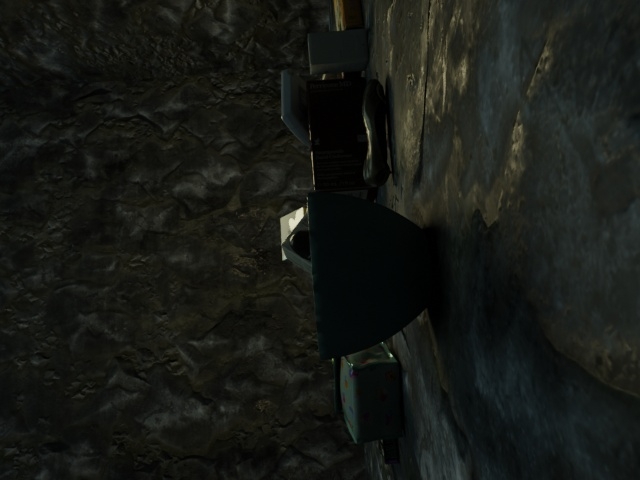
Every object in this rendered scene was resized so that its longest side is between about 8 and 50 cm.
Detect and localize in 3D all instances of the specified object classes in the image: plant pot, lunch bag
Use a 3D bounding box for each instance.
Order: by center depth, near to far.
[{"bbox_3d":[0.085,0.055,0.911,0.290,0.196,0.289,-4,-90,-90],"label":"plant pot"},{"bbox_3d":[0.119,0.395,1.450,0.262,0.160,0.223,-143,49,-75],"label":"lunch bag"}]

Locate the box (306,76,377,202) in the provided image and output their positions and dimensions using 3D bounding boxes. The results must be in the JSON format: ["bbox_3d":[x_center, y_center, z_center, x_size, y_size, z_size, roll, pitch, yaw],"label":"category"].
[{"bbox_3d":[0.062,-0.304,1.620,0.143,0.191,0.381,89,176,-70],"label":"box"}]

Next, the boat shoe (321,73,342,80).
[{"bbox_3d":[0.066,-0.629,2.069,0.355,0.133,0.130,89,176,-72],"label":"boat shoe"}]

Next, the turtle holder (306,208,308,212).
[{"bbox_3d":[0.079,-0.098,2.264,0.320,0.244,0.227,29,-116,-42],"label":"turtle holder"}]

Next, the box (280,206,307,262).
[{"bbox_3d":[0.000,0.000,2.462,0.168,0.346,0.214,-23,64,43],"label":"box"}]

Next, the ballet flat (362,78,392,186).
[{"bbox_3d":[0.136,-0.249,1.215,0.084,0.058,0.249,-1,-88,-55],"label":"ballet flat"}]

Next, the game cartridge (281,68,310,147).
[{"bbox_3d":[-0.043,-0.424,1.785,0.294,0.060,0.195,29,-130,-57],"label":"game cartridge"}]

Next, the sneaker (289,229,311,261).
[{"bbox_3d":[0.036,0.063,1.733,0.106,0.282,0.162,-61,21,12],"label":"sneaker"}]

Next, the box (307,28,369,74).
[{"bbox_3d":[0.050,-0.555,1.549,0.130,0.171,0.090,-104,9,-85],"label":"box"}]

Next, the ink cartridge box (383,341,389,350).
[{"bbox_3d":[0.178,0.396,1.600,0.109,0.063,0.150,-91,-4,-88],"label":"ink cartridge box"}]

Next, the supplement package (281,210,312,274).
[{"bbox_3d":[0.014,-0.006,1.989,0.261,0.204,0.145,-53,-16,-16],"label":"supplement package"}]

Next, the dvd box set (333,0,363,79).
[{"bbox_3d":[0.088,-0.772,1.761,0.307,0.062,0.420,87,179,-70],"label":"dvd box set"}]

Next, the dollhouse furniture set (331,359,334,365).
[{"bbox_3d":[0.070,0.342,2.019,0.301,0.151,0.197,51,-161,-34],"label":"dollhouse furniture set"}]

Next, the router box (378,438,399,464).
[{"bbox_3d":[0.202,0.592,1.607,0.179,0.046,0.133,83,-177,-83],"label":"router box"}]
